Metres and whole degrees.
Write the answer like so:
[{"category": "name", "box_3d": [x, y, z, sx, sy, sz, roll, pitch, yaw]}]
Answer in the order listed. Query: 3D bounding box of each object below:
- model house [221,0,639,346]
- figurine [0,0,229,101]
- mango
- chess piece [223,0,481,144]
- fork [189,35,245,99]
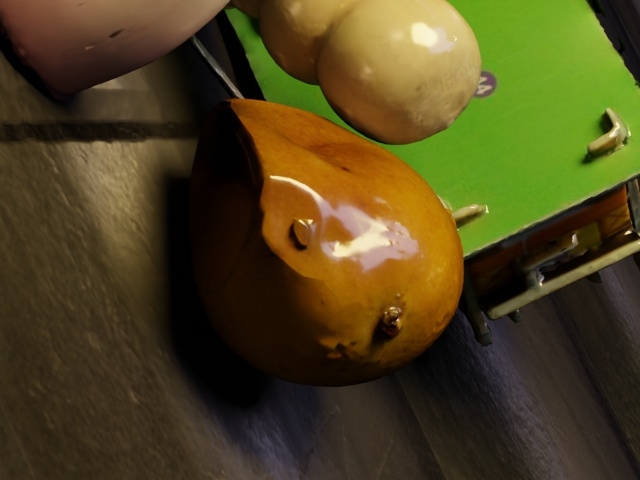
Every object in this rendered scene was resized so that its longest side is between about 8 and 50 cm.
[{"category": "model house", "box_3d": [0.090, -0.083, 1.421, 0.357, 0.242, 0.313, 63, -3, 28]}, {"category": "figurine", "box_3d": [-0.070, -0.276, 1.068, 0.206, 0.316, 0.284, 46, 24, -48]}, {"category": "mango", "box_3d": [0.000, 0.000, 1.131, 0.166, 0.136, 0.236, 15, 22, -22]}, {"category": "chess piece", "box_3d": [-0.005, -0.161, 1.208, 0.261, 0.143, 0.143, 48, 13, 27]}, {"category": "fork", "box_3d": [-0.058, -0.102, 1.308, 0.115, 0.012, 0.016, 48, 20, -21]}]
